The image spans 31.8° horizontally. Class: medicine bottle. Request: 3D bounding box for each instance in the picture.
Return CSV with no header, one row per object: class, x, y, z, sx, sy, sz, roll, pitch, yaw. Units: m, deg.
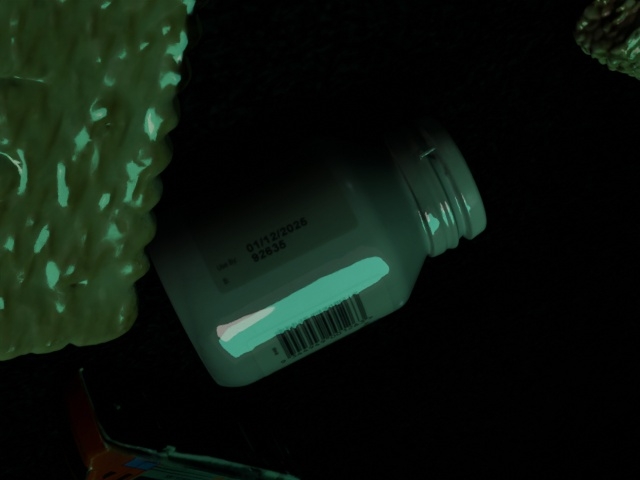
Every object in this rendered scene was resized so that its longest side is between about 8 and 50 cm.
medicine bottle,0.000,0.000,0.780,0.215,0.135,0.135,-26,155,-4

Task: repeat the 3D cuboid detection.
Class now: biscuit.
biscuit,-0.134,-0.091,0.445,0.217,0.044,0.325,-5,120,-42
biscuit,0.258,-0.151,0.840,0.168,0.070,0.082,10,126,-50

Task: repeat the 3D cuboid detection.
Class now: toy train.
toy train,-0.136,0.206,1.083,0.089,0.086,0.409,-32,155,12
